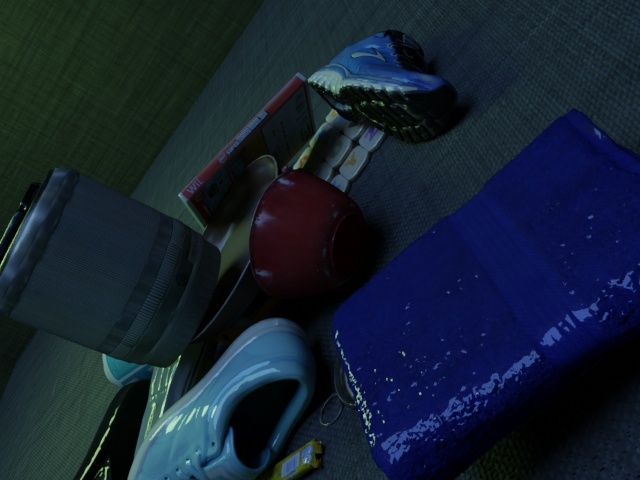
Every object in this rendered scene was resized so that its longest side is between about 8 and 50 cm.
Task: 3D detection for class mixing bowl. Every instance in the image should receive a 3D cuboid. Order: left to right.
[{"bbox_3d":[0.000,0.000,0.923,0.098,0.181,0.181,12,69,33],"label":"mixing bowl"}]

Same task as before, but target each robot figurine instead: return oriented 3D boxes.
[{"bbox_3d":[-0.078,0.023,1.106,0.291,0.085,0.211,-52,24,24],"label":"robot figurine"}]

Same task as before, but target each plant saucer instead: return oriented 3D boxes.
[{"bbox_3d":[-0.130,0.019,1.044,0.310,0.050,0.311,-48,25,32],"label":"plant saucer"}]

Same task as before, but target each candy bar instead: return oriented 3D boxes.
[{"bbox_3d":[-0.050,0.286,0.831,0.161,0.018,0.040,-44,28,32],"label":"candy bar"}]

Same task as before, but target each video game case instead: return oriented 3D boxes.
[{"bbox_3d":[-0.116,-0.139,1.203,0.285,0.025,0.204,-48,-14,-10],"label":"video game case"}]

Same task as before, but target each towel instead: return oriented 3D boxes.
[{"bbox_3d":[0.155,0.046,0.574,0.308,0.076,0.228,-40,30,13],"label":"towel"}]

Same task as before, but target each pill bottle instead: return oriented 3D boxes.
[{"bbox_3d":[-0.318,0.202,1.312,0.264,0.146,0.146,-34,34,44],"label":"pill bottle"}]

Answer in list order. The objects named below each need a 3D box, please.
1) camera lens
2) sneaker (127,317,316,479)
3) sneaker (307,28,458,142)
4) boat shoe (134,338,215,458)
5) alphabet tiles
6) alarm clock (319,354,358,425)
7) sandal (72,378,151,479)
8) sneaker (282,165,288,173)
[{"bbox_3d":[-0.309,0.041,0.985,0.219,0.274,0.219,-48,26,33],"label":"camera lens"},{"bbox_3d":[-0.136,0.267,0.879,0.366,0.135,0.150,-56,18,8],"label":"sneaker"},{"bbox_3d":[0.099,-0.248,1.024,0.147,0.130,0.330,-52,32,0],"label":"sneaker"},{"bbox_3d":[-0.215,0.239,1.117,0.109,0.094,0.302,-29,39,44],"label":"boat shoe"},{"bbox_3d":[0.026,-0.162,1.212,0.284,0.021,0.278,-56,23,10],"label":"alphabet tiles"},{"bbox_3d":[0.063,0.135,0.726,0.192,0.064,0.129,-45,27,24],"label":"alarm clock"},{"bbox_3d":[-0.303,0.404,1.037,0.107,0.167,0.446,-20,42,30],"label":"sandal"},{"bbox_3d":[-0.132,-0.101,1.410,0.170,0.075,0.063,-33,55,9],"label":"sneaker"}]
